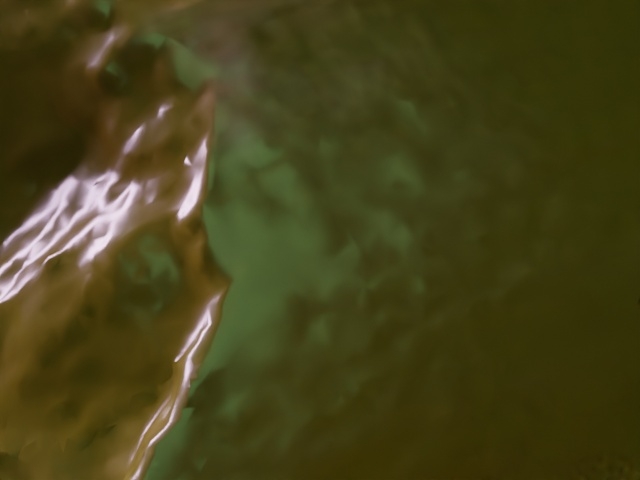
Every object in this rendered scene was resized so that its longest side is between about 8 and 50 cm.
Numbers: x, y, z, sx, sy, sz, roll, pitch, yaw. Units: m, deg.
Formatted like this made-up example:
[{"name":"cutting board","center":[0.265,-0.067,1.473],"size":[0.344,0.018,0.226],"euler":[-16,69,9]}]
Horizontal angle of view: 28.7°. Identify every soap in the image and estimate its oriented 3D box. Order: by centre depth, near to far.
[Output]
[{"name":"soap","center":[0.000,-0.001,0.425],"size":[0.427,0.115,0.306],"euler":[-24,67,-17]}]
